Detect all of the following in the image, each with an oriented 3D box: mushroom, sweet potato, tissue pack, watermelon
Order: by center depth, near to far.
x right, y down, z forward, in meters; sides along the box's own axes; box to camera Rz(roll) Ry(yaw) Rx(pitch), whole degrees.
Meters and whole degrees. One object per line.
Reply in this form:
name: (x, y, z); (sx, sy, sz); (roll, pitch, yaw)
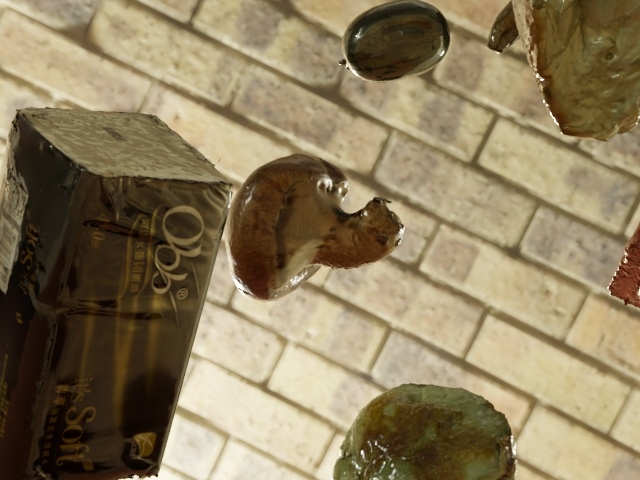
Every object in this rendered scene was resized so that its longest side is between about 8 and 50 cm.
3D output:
watermelon: (0.069, -0.189, 1.090); (0.111, 0.078, 0.078); (-15, -170, -5)
tissue pack: (-0.249, 0.052, 1.208); (0.198, 0.369, 0.210); (3, -155, -34)
sweet potato: (0.323, -0.356, 1.687); (0.075, 0.075, 0.273); (28, -131, 19)
mushroom: (-0.036, -0.009, 1.804); (0.267, 0.267, 0.254); (22, -168, -38)

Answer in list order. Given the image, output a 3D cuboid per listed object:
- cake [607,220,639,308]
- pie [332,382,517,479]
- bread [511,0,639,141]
cake: (0.574, 0.029, 1.809); (0.177, 0.150, 0.283); (28, 158, 14)
pie: (0.159, 0.322, 1.699); (0.274, 0.257, 0.105); (36, 161, 41)
bread: (0.323, -0.282, 1.261); (0.279, 0.225, 0.250); (58, -150, -19)
